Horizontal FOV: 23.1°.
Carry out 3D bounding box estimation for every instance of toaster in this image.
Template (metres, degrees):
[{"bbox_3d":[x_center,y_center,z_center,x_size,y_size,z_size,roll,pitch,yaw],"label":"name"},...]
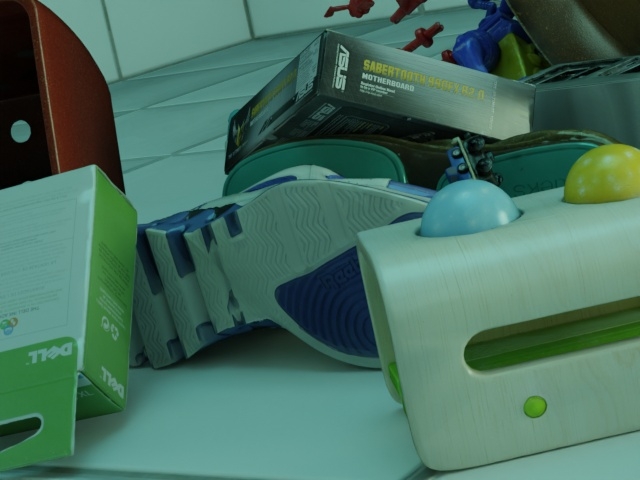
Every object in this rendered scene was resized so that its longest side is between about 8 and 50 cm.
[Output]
[{"bbox_3d":[0.249,-0.092,1.307,0.168,0.110,0.185,-3,15,39],"label":"toaster"}]

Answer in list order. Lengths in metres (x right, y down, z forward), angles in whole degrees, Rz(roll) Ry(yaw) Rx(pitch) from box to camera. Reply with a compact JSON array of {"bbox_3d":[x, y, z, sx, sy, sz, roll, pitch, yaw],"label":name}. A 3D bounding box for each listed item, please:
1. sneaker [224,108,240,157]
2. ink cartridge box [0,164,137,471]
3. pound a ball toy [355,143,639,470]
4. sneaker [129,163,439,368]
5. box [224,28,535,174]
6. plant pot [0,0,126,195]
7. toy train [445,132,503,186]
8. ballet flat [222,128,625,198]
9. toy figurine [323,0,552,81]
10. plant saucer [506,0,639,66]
[{"bbox_3d":[0.028,-0.120,1.657,0.275,0.110,0.107,-17,13,-25],"label":"sneaker"},{"bbox_3d":[-0.180,0.063,0.987,0.109,0.062,0.209,-13,54,17],"label":"ink cartridge box"},{"bbox_3d":[0.189,0.017,0.791,0.319,0.136,0.208,-13,12,-2],"label":"pound a ball toy"},{"bbox_3d":[-0.001,0.000,1.078,0.315,0.127,0.182,-5,16,38],"label":"sneaker"},{"bbox_3d":[0.042,-0.090,1.291,0.183,0.056,0.231,12,-17,-18],"label":"box"},{"bbox_3d":[-0.286,-0.038,1.276,0.267,0.267,0.236,-9,1,15],"label":"plant pot"},{"bbox_3d":[0.117,-0.015,1.084,0.036,0.027,0.158,-26,48,13],"label":"toy train"},{"bbox_3d":[0.094,-0.029,1.213,0.342,0.116,0.124,-5,-7,27],"label":"ballet flat"},{"bbox_3d":[0.193,-0.135,1.551,0.191,0.217,0.362,-34,-39,28],"label":"toy figurine"},{"bbox_3d":[0.242,-0.273,1.520,0.050,0.310,0.310,-27,3,29],"label":"plant saucer"}]
